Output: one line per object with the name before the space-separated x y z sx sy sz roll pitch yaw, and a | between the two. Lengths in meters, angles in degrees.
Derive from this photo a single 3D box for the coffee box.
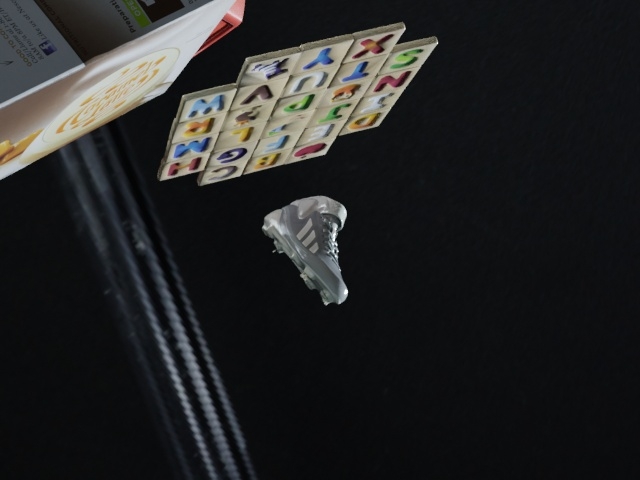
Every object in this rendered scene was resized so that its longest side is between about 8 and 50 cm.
coffee box | -0.182 -0.096 0.635 0.098 0.246 0.141 54 -34 1

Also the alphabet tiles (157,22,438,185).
alphabet tiles | -0.032 -0.142 1.307 0.285 0.342 0.011 -16 -103 -19

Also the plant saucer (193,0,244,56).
plant saucer | -0.204 -0.230 1.399 0.258 0.259 0.048 -34 -89 7

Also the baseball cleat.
baseball cleat | 0.000 0.000 1.519 0.109 0.206 0.072 -35 -47 -8
